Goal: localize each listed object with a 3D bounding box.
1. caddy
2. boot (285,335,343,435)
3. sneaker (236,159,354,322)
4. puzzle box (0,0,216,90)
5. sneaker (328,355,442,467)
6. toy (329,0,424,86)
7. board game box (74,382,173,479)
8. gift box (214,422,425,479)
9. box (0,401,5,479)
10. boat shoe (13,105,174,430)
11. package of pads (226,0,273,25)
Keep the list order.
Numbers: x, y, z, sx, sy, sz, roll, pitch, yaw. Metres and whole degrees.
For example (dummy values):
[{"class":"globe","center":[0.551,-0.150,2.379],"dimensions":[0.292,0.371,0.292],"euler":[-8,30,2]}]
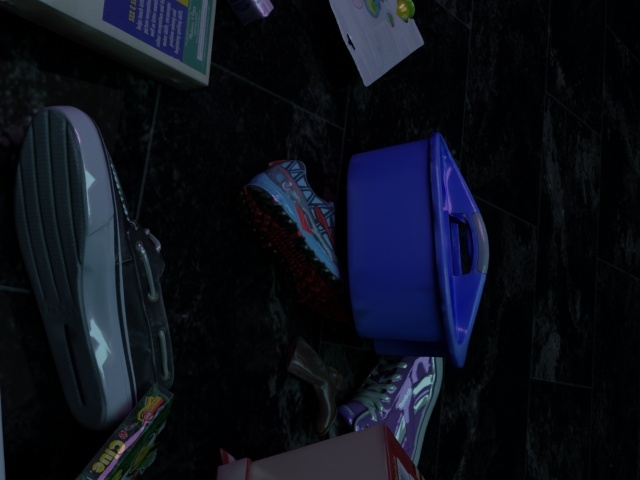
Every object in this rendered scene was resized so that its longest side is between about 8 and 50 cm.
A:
[{"class":"caddy","center":[0.150,0.014,0.982],"dimensions":[0.241,0.179,0.341],"euler":[49,37,-63]},{"class":"boot","center":[-0.017,0.205,0.965],"dimensions":[0.114,0.037,0.106],"euler":[48,42,-37]},{"class":"sneaker","center":[0.000,0.000,0.953],"dimensions":[0.125,0.104,0.262],"euler":[-53,123,-37]},{"class":"puzzle box","center":[-0.216,-0.403,0.759],"dimensions":[0.272,0.052,0.408],"euler":[17,74,-57]},{"class":"sneaker","center":[0.095,0.231,1.039],"dimensions":[0.161,0.102,0.282],"euler":[24,70,-40]},{"class":"toy","center":[0.081,-0.341,1.099],"dimensions":[0.237,0.056,0.137],"euler":[-44,114,-45]},{"class":"board game box","center":[-0.230,0.266,0.646],"dimensions":[0.259,0.030,0.136],"euler":[-54,168,-48]},{"class":"gift box","center":[-0.003,0.366,0.773],"dimensions":[0.276,0.258,0.255],"euler":[59,18,-30]},{"class":"box","center":[-0.364,0.192,0.543],"dimensions":[0.182,0.119,0.181],"euler":[-2,89,-46]},{"class":"boat shoe","center":[-0.228,0.026,0.719],"dimensions":[0.119,0.121,0.335],"euler":[-23,114,-53]},{"class":"package of pads","center":[-0.104,-0.330,0.906],"dimensions":[0.083,0.050,0.032],"euler":[54,52,-30]}]
